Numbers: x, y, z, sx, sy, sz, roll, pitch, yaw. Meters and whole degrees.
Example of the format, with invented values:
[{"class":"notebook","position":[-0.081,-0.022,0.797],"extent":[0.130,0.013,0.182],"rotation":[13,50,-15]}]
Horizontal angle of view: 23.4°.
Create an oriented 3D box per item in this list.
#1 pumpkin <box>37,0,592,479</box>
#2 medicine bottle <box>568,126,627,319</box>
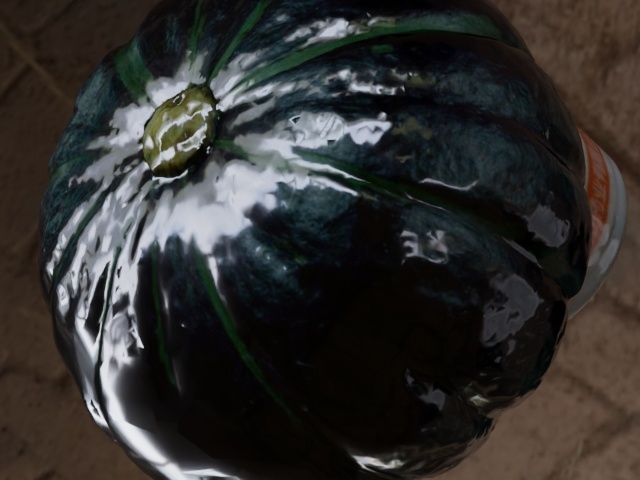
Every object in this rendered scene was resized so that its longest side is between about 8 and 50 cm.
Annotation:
[{"class":"pumpkin","position":[-0.007,-0.004,0.503],"extent":[0.194,0.194,0.150],"rotation":[-16,124,30]},{"class":"medicine bottle","position":[0.066,-0.078,1.258],"extent":[0.211,0.211,0.371],"rotation":[-28,134,34]}]
